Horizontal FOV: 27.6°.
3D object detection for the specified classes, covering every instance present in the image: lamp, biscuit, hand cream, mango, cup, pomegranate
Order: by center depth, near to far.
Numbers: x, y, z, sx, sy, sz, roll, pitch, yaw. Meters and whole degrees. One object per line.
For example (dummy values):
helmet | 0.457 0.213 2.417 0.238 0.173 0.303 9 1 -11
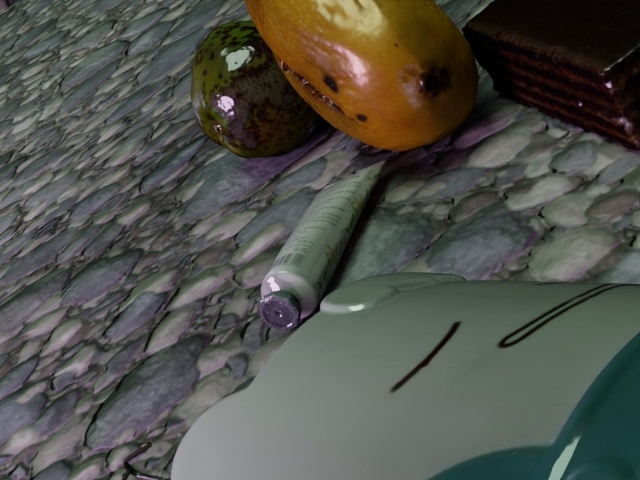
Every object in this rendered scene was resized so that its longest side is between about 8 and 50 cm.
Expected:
cup | 0.131 0.114 0.408 0.289 0.219 0.257 -13 7 -38
lamp | -0.134 0.186 0.812 0.054 0.041 0.121 -23 29 46
biscuit | 0.196 -0.143 0.939 0.106 0.070 0.252 -37 24 -5
hand cream | 0.000 0.000 0.978 0.067 0.042 0.194 -29 18 33
mango | 0.015 -0.171 1.064 0.120 0.177 0.295 -44 44 -3
pomegranate | -0.044 -0.134 1.209 0.138 0.163 0.126 10 90 52
